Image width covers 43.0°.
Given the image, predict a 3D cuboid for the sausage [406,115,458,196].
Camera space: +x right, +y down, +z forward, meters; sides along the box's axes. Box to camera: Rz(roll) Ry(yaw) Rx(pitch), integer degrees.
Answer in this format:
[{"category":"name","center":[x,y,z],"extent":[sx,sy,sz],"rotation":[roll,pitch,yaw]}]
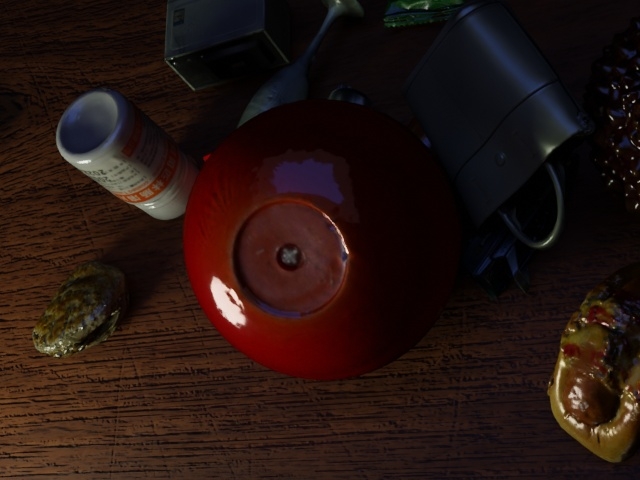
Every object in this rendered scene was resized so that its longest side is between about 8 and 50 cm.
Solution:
[{"category":"sausage","center":[0.199,-0.162,1.230],"extent":[0.133,0.133,0.258],"rotation":[35,84,33]}]

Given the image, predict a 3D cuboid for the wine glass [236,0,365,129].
[{"category":"wine glass","center":[-0.057,-0.318,1.338],"extent":[0.096,0.264,0.310],"rotation":[27,80,20]}]

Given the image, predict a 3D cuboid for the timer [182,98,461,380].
[{"category":"timer","center":[0.000,0.000,1.101],"extent":[0.377,0.279,0.378],"rotation":[4,103,16]}]

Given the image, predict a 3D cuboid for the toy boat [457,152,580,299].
[{"category":"toy boat","center":[0.291,-0.025,1.143],"extent":[0.103,0.093,0.246],"rotation":[33,84,40]}]

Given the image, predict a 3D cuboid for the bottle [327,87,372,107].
[{"category":"bottle","center":[0.015,-0.125,1.325],"extent":[0.096,0.079,0.254],"rotation":[0,67,35]}]

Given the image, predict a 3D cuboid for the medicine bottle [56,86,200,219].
[{"category":"medicine bottle","center":[-0.317,-0.140,1.382],"extent":[0.144,0.252,0.145],"rotation":[-8,67,19]}]

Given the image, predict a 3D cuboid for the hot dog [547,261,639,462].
[{"category":"hot dog","center":[0.383,0.134,0.991],"extent":[0.150,0.153,0.257],"rotation":[31,82,33]}]

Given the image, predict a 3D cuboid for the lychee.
[{"category":"lychee","center":[0.479,-0.143,0.986],"extent":[0.330,0.306,0.306],"rotation":[33,81,-8]}]

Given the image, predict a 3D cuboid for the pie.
[{"category":"pie","center":[-0.415,0.119,1.411],"extent":[0.193,0.079,0.163],"rotation":[-34,50,6]}]

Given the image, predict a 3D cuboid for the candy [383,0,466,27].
[{"category":"candy","center":[0.181,-0.468,1.412],"extent":[0.141,0.078,0.203],"rotation":[-8,75,33]}]

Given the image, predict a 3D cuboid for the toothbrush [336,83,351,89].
[{"category":"toothbrush","center":[-0.018,-0.143,1.383],"extent":[0.024,0.021,0.288],"rotation":[16,74,41]}]

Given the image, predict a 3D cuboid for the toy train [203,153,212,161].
[{"category":"toy train","center":[-0.138,-0.049,1.348],"extent":[0.131,0.082,0.204],"rotation":[-18,61,32]}]

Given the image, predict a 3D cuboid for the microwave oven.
[{"category":"microwave oven","center":[-0.167,-0.381,1.498],"extent":[0.204,0.129,0.163],"rotation":[-11,65,20]}]

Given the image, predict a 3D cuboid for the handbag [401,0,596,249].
[{"category":"handbag","center":[0.241,-0.135,1.049],"extent":[0.109,0.241,0.315],"rotation":[-15,66,-32]}]
